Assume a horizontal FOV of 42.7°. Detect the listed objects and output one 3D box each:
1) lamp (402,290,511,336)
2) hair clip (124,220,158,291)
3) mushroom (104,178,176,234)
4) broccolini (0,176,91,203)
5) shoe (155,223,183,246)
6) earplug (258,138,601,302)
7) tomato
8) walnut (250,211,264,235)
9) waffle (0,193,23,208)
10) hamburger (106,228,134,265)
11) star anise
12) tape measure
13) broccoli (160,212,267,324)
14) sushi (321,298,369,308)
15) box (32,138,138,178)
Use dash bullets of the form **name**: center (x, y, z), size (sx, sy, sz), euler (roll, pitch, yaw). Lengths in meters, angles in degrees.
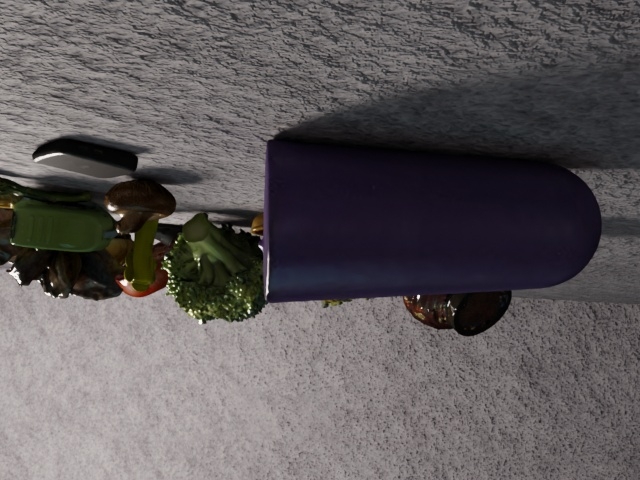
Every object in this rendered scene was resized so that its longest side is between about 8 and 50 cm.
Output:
- **lamp**: center (0.272, 0.072, 1.673), size (0.247, 0.247, 0.247), euler (3, 173, 0)
- **hair clip**: center (-0.382, 0.023, 1.746), size (0.072, 0.173, 0.046), euler (6, 172, -31)
- **mushroom**: center (-0.308, -0.064, 1.396), size (0.109, 0.085, 0.126), euler (-32, 168, 0)
- **broccolini**: center (-0.525, -0.089, 1.470), size (0.239, 0.054, 0.051), euler (7, -148, -39)
- **shoe**: center (-0.352, -0.010, 1.958), size (0.159, 0.053, 0.062), euler (2, 176, -11)
- **earplug**: center (0.147, -0.022, 1.086), size (0.456, 0.215, 0.215), euler (1, 173, -5)
- **tomato**: center (-0.403, 0.067, 2.039), size (0.225, 0.085, 0.225), euler (-29, -167, 8)
- **walnut**: center (-0.078, -0.036, 1.614), size (0.121, 0.052, 0.091), euler (2, 171, -4)
- **waffle**: center (-0.579, -0.084, 1.598), size (0.191, 0.032, 0.125), euler (4, 170, -21)
- **hamburger**: center (-0.543, 0.030, 2.036), size (0.155, 0.135, 0.207), euler (-2, 174, 44)
- **star anise**: center (-0.553, 0.031, 1.701), size (0.331, 0.117, 0.332), euler (31, -162, -11)
- **tape measure**: center (-0.492, -0.037, 1.573), size (0.200, 0.106, 0.175), euler (4, -167, -24)
- **broccoli**: center (-0.216, 0.069, 1.788), size (0.288, 0.235, 0.260), euler (-13, 170, 17)
- **sushi**: center (0.099, 0.076, 1.958), size (0.274, 0.139, 0.184), euler (-13, 173, 26)
- **box**: center (-0.349, -0.121, 1.208), size (0.125, 0.027, 0.126), euler (13, 170, -38)
